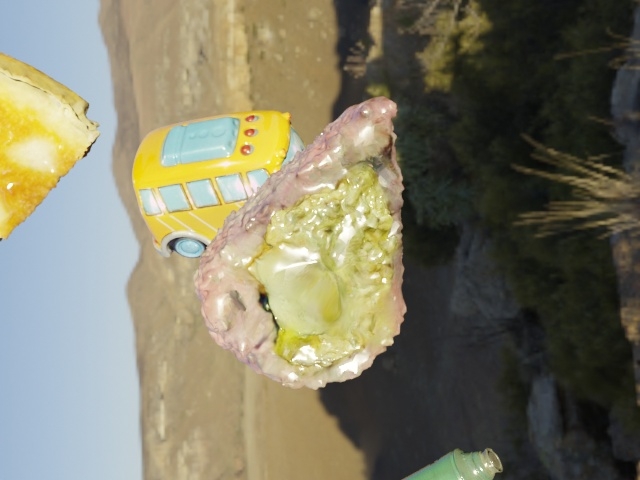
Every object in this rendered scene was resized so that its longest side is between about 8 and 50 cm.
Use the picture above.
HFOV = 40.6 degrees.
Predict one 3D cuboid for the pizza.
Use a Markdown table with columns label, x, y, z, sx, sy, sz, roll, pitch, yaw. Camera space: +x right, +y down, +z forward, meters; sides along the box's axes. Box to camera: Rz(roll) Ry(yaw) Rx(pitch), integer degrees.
| label | x | y | z | sx | sy | sz | roll | pitch | yaw |
| --- | --- | --- | --- | --- | --- | --- | --- | --- | --- |
| pizza | -0.490 | -0.038 | 0.941 | 0.130 | 0.440 | 0.405 | -147 | 69 | -68 |

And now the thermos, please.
| label | x | y | z | sx | sy | sz | roll | pitch | yaw |
| --- | --- | --- | --- | --- | --- | --- | --- | --- | --- |
| thermos | 0.140 | 0.320 | 1.083 | 0.073 | 0.188 | 0.083 | 48 | -160 | -20 |

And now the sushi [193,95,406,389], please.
| label | x | y | z | sx | sy | sz | roll | pitch | yaw |
| --- | --- | --- | --- | --- | --- | --- | --- | --- | --- |
| sushi | 0.012 | 0.015 | 0.711 | 0.241 | 0.161 | 0.107 | -46 | 16 | 1 |

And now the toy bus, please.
| label | x | y | z | sx | sy | sz | roll | pitch | yaw |
| --- | --- | --- | --- | --- | --- | --- | --- | --- | --- |
| toy bus | -0.107 | -0.070 | 0.970 | 0.136 | 0.210 | 0.126 | 67 | -159 | -46 |
